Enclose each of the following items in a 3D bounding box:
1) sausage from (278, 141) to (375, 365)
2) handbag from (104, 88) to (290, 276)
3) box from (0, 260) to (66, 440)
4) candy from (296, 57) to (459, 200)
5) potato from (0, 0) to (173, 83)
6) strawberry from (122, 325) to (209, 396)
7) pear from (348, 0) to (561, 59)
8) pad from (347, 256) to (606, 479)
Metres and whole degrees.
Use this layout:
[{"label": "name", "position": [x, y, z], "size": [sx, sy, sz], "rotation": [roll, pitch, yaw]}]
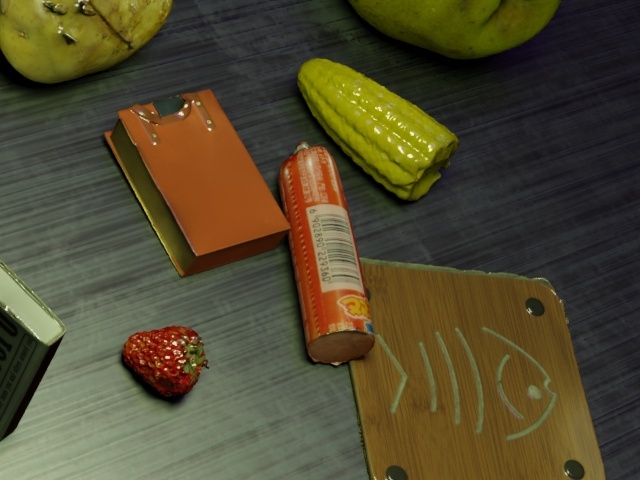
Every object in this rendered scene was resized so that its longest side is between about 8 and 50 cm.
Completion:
[{"label": "sausage", "position": [0.000, 0.000, 1.953], "size": [0.074, 0.074, 0.274], "rotation": [6, 53, -24]}, {"label": "handbag", "position": [-0.132, -0.065, 1.945], "size": [0.127, 0.063, 0.190], "rotation": [-18, 70, -36]}, {"label": "box", "position": [-0.299, 0.096, 1.653], "size": [0.115, 0.177, 0.036], "rotation": [44, 48, 10]}, {"label": "candy", "position": [0.054, -0.134, 2.072], "size": [0.199, 0.094, 0.106], "rotation": [38, 12, 9]}, {"label": "potato", "position": [-0.240, -0.280, 1.981], "size": [0.300, 0.140, 0.173], "rotation": [-54, 134, -48]}, {"label": "strawberry", "position": [-0.153, 0.116, 1.799], "size": [0.083, 0.073, 0.073], "rotation": [4, 44, 21]}, {"label": "pear", "position": [0.156, -0.362, 2.181], "size": [0.294, 0.294, 0.294], "rotation": [14, 51, -18]}, {"label": "pad", "position": [0.160, 0.151, 1.964], "size": [0.284, 0.018, 0.286], "rotation": [6, 55, -24]}]
